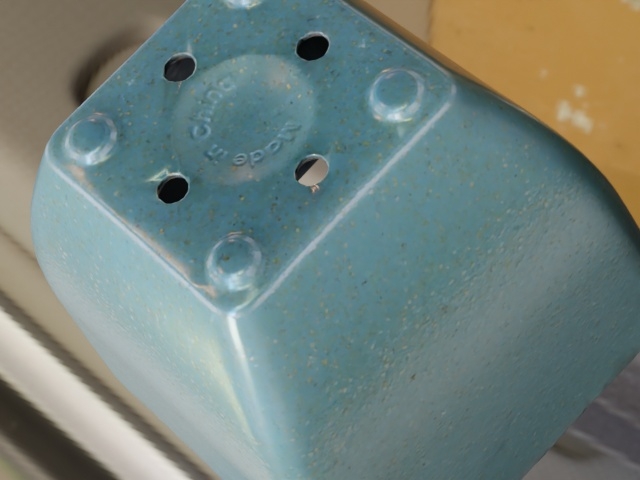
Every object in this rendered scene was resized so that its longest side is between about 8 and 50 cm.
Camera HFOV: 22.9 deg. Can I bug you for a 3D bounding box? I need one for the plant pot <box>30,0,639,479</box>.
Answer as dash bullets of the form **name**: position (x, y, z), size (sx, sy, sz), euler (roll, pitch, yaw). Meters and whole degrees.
- **plant pot**: position (0.000, 0.000, 0.801), size (0.248, 0.247, 0.252), euler (-46, -30, -8)
